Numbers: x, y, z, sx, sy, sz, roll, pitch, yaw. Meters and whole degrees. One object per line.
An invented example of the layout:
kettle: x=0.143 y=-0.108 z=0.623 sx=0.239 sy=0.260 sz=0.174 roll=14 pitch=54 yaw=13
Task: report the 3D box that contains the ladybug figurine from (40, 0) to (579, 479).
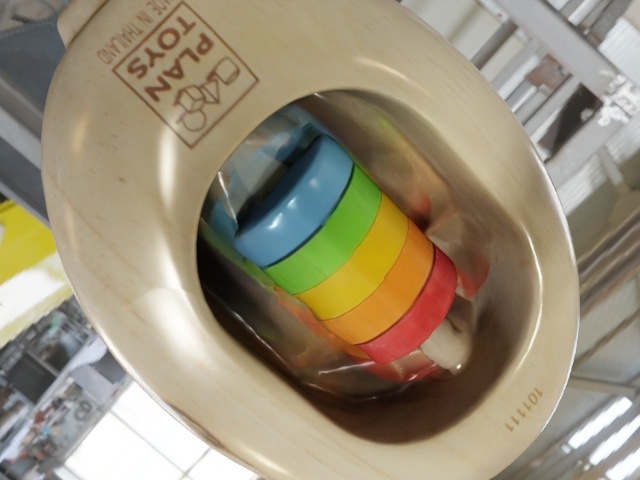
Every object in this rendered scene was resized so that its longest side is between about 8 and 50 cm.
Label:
ladybug figurine: x=0.000 y=0.000 z=0.550 sx=0.305 sy=0.449 sz=0.162 roll=-46 pitch=-155 yaw=-8
